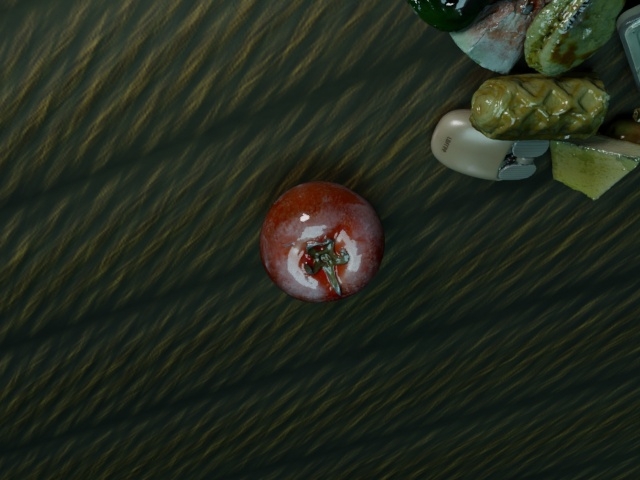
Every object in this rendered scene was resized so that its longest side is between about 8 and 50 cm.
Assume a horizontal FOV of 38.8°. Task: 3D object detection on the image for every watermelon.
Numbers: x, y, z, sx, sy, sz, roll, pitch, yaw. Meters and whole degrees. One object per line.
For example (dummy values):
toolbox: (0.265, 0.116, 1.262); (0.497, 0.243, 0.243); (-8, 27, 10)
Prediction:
watermelon: (0.373, -0.412, 1.671); (0.154, 0.094, 0.241); (21, 128, -29)

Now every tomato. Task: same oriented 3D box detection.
tomato: (0.000, 0.000, 1.956); (0.270, 0.227, 0.270); (-3, 115, -6)

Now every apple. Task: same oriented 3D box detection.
apple: (0.624, -0.211, 1.861); (0.071, 0.084, 0.084); (14, 132, -10)

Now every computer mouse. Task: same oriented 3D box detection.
computer mouse: (0.347, -0.194, 1.873); (0.236, 0.082, 0.145); (12, 132, -11)

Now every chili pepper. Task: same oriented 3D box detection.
chili pepper: (0.282, -0.457, 1.592); (0.264, 0.116, 0.148); (-31, 129, 27)

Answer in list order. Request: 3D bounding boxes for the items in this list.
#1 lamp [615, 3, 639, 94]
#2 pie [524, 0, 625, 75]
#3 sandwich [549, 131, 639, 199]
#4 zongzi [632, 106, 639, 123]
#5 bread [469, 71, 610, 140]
lamp: (0.690, -0.385, 1.656); (0.266, 0.047, 0.269); (-24, 150, 19)
pie: (0.471, -0.395, 1.633); (0.201, 0.090, 0.248); (-12, 145, -37)
sandwich: (0.575, -0.146, 1.877); (0.193, 0.058, 0.162); (19, 146, 34)
zongzi: (0.720, -0.192, 1.804); (0.288, 0.134, 0.286); (-18, 135, -15)
bread: (0.417, -0.257, 1.753); (0.268, 0.130, 0.152); (-3, 166, -12)
